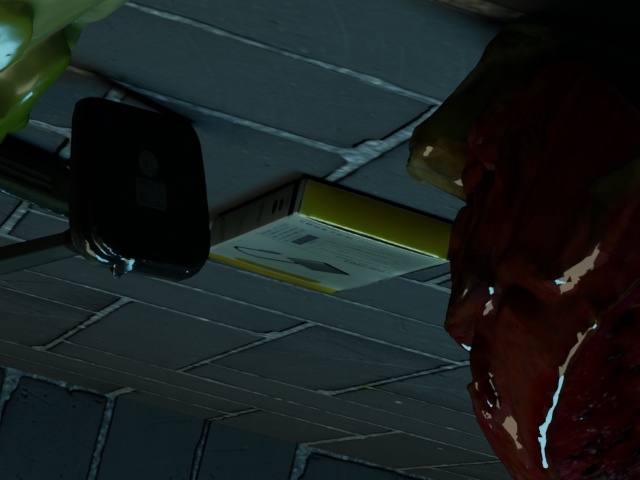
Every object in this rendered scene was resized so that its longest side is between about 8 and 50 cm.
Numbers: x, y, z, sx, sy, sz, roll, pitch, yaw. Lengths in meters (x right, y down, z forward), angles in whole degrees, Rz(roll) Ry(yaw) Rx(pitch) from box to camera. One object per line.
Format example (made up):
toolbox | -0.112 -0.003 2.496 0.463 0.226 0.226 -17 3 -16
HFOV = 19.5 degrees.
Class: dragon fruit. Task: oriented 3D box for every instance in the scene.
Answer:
dragon fruit | 0.120 0.020 0.929 0.205 0.152 0.317 57 -172 35

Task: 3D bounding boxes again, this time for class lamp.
lamp | -0.176 -0.028 1.317 0.283 0.124 0.203 5 176 43

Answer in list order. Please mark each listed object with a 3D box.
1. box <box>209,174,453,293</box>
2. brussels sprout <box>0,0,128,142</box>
box | 0.000 0.000 1.444 0.129 0.033 0.247 17 167 -19
brussels sprout | -0.182 -0.128 0.626 0.294 0.227 0.259 0 178 23
